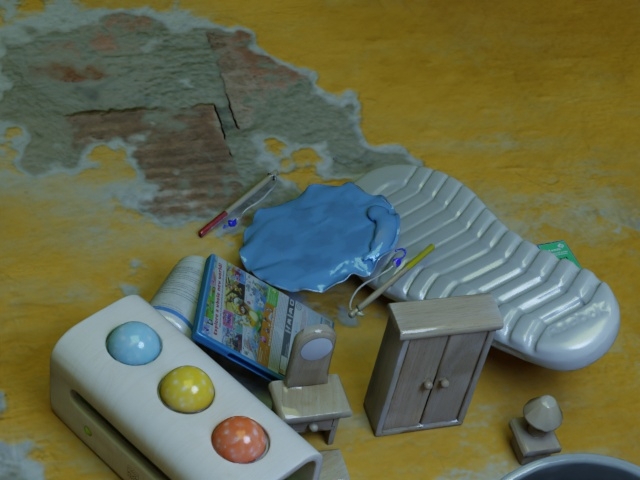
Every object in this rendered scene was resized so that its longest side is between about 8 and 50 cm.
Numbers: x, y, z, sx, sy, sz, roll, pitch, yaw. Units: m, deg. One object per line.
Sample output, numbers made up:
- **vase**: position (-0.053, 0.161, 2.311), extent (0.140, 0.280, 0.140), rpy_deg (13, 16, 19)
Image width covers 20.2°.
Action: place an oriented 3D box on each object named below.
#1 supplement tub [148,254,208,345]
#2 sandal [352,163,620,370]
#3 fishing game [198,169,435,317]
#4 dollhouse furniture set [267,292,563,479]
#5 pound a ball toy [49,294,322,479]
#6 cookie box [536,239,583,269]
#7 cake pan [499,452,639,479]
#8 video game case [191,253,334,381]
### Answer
- **supplement tub**: position (-0.149, 0.074, 1.948), extent (0.071, 0.071, 0.107), rpy_deg (23, 47, 10)
- **sandal**: position (0.163, 0.048, 2.026), extent (0.169, 0.102, 0.416), rpy_deg (-37, 45, -17)
- **fishing game**: position (0.000, 0.000, 2.042), extent (0.264, 0.041, 0.189), rpy_deg (23, 51, 36)
- **dollhouse furniture set**: position (0.140, 0.243, 1.780), extent (0.303, 0.174, 0.355), rpy_deg (-5, 48, -17)
- **pound a ball toy**: position (-0.149, 0.209, 1.765), extent (0.208, 0.136, 0.319), rpy_deg (-31, 57, -35)
- **cookie box**: position (0.272, 0.069, 2.037), extent (0.040, 0.092, 0.107), rpy_deg (-9, 49, -25)
- **cake pan**: position (0.253, 0.352, 1.713), extent (0.293, 0.054, 0.293), rpy_deg (4, 70, -12)
- **video game case**: position (-0.060, 0.097, 1.936), extent (0.166, 0.015, 0.119), rpy_deg (31, 41, -21)
